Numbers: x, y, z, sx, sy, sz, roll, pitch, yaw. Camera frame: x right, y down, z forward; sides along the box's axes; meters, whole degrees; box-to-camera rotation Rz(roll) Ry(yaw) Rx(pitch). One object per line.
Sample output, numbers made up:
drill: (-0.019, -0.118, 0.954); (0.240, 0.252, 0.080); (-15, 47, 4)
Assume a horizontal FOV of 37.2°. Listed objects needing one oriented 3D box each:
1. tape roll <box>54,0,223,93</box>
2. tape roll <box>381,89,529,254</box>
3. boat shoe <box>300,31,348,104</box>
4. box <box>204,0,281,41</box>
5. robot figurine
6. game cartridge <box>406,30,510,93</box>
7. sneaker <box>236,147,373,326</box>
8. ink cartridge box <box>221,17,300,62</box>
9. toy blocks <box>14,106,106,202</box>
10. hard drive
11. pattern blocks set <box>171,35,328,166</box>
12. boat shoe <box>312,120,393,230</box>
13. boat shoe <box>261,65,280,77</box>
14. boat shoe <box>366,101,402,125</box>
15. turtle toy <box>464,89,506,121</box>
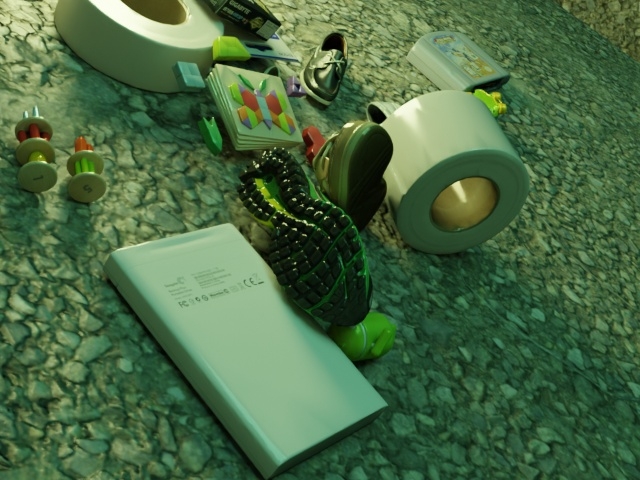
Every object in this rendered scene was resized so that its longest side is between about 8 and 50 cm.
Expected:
tape roll: (-0.316, -0.386, 1.677); (0.286, 0.100, 0.286); (23, 34, -17)
tape roll: (0.224, -0.118, 1.681); (0.246, 0.246, 0.169); (12, 39, -31)
boat shoe: (0.013, -0.356, 1.953); (0.084, 0.079, 0.233); (29, 35, -12)
box: (-0.191, -0.484, 1.802); (0.220, 0.051, 0.175); (52, 18, 25)
robot figurine: (0.058, 0.138, 1.366); (0.115, 0.067, 0.101); (-1, 18, -43)
game cartridge: (0.342, -0.443, 2.381); (0.198, 0.062, 0.297); (48, 35, 12)
sneaker: (0.000, 0.000, 1.410); (0.146, 0.134, 0.344); (42, 14, -43)
ink cartridge box: (-0.208, -0.458, 1.899); (0.175, 0.069, 0.371); (-4, 47, -46)
toy blocks: (-0.367, -0.127, 1.342); (0.123, 0.054, 0.148); (12, 39, -30)
hard drive: (-0.096, 0.130, 1.261); (0.353, 0.047, 0.233); (48, 34, 20)
pattern blocks set: (-0.106, -0.224, 1.633); (0.324, 0.026, 0.286); (-25, 86, -55)
boat shoe: (0.036, -0.108, 1.503); (0.110, 0.341, 0.122); (35, 77, 12)
boat shoe: (-0.101, -0.282, 1.787); (0.049, 0.043, 0.137); (29, 34, -13)
boat shoe: (0.138, -0.202, 1.877); (0.081, 0.079, 0.228); (9, 35, -20)
turtle toy: (0.375, -0.310, 2.223); (0.095, 0.066, 0.130); (0, 39, -8)
